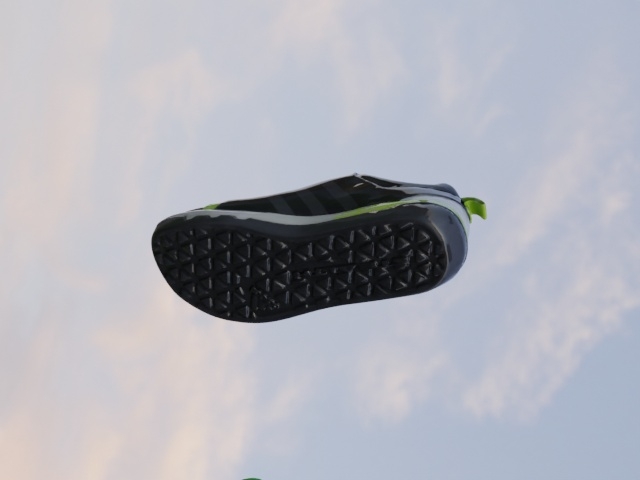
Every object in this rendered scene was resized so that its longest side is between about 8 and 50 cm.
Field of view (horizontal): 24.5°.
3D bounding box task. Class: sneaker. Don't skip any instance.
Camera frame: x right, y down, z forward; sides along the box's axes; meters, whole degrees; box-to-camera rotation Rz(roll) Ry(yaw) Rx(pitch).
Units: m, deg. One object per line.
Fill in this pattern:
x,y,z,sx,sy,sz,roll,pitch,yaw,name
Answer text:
0.000,0.000,1.040,0.097,0.234,0.084,-64,149,-59,sneaker

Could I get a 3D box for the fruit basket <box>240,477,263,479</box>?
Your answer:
-0.077,0.393,1.142,0.283,0.392,0.392,31,-72,36,fruit basket
